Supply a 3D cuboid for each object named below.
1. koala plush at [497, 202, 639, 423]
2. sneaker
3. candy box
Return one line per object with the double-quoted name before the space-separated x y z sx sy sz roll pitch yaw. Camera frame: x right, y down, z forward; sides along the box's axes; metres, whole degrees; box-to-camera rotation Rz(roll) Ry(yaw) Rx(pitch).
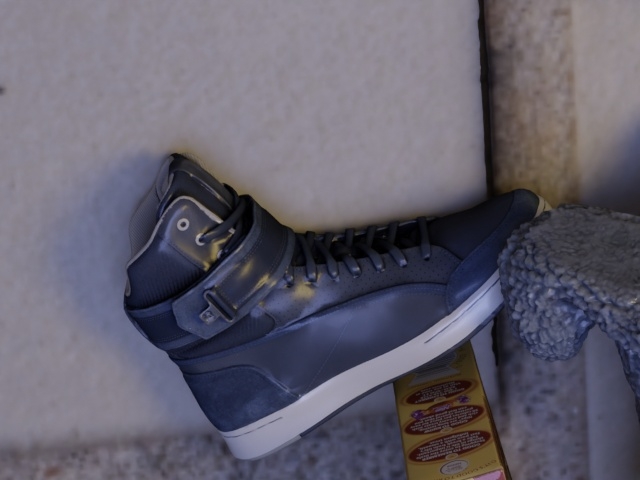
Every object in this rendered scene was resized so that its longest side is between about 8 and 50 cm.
"koala plush" 0.223 0.081 1.018 0.196 0.203 0.221 -31 139 -23
"sneaker" 0.000 0.001 1.032 0.226 0.086 0.163 -33 108 9
"candy box" 0.078 0.135 1.025 0.053 0.186 0.109 -17 107 3
